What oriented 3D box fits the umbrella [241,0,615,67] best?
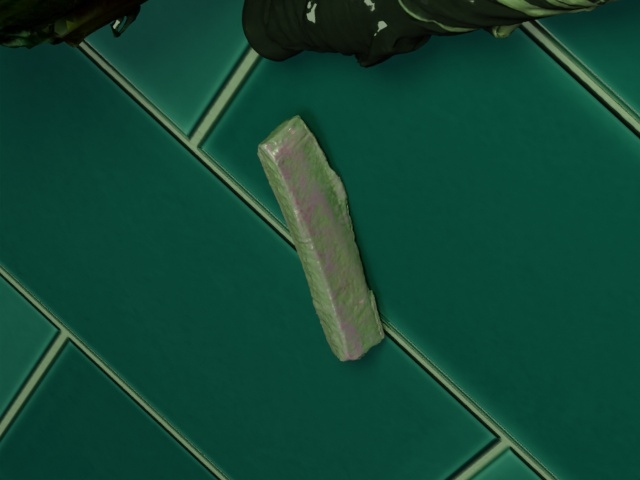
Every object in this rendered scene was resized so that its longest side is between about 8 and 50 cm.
[{"bbox_3d":[0.073,-0.172,1.176,0.358,0.106,0.113,-9,109,54],"label":"umbrella"}]

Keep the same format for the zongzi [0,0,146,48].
[{"bbox_3d":[-0.147,-0.314,1.150,0.383,0.319,0.362,-28,94,33],"label":"zongzi"}]

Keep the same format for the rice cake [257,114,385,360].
[{"bbox_3d":[0.000,0.000,1.420,0.036,0.047,0.206,13,132,43],"label":"rice cake"}]
